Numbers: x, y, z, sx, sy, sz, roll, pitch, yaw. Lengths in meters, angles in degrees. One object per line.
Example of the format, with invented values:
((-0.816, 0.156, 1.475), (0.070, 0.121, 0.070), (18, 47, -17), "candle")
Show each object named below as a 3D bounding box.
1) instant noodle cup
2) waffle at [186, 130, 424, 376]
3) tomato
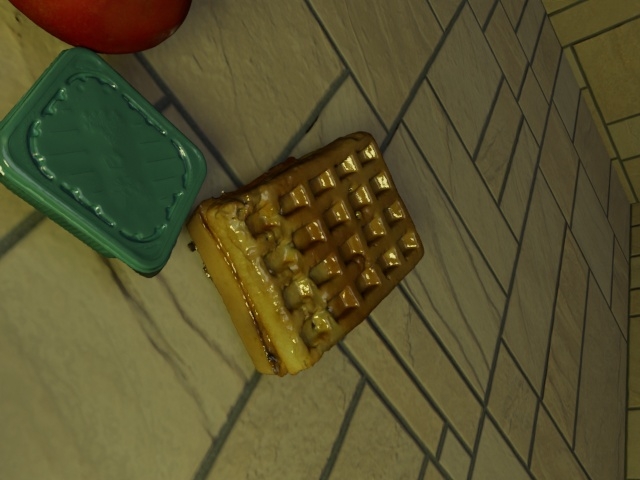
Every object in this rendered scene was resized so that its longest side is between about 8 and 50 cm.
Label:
((-0.203, -0.066, 0.542), (0.179, 0.070, 0.157), (44, 46, -32), "instant noodle cup")
((0.000, 0.000, 0.746), (0.328, 0.098, 0.224), (-36, 104, -51), "waffle")
((-0.213, -0.265, 0.541), (0.195, 0.136, 0.195), (27, 55, -45), "tomato")
